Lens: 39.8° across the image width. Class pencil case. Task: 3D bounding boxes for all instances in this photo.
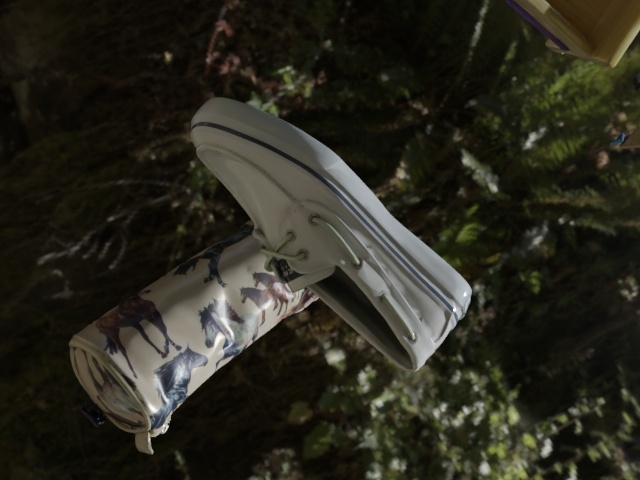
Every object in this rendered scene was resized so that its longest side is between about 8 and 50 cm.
[{"bbox_3d":[-0.165,0.118,1.291,0.160,0.410,0.183,-1,-63,45],"label":"pencil case"}]

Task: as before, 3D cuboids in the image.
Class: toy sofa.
[{"bbox_3d":[0.209,-0.350,0.969,0.363,0.150,0.177,27,8,-35],"label":"toy sofa"}]

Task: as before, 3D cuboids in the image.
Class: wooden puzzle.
[{"bbox_3d":[0.542,-0.175,1.468,0.014,0.078,0.116,50,-11,-19],"label":"wooden puzzle"}]

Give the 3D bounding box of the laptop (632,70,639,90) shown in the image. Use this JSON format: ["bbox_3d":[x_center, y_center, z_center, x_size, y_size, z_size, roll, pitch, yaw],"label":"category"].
[{"bbox_3d":[0.589,-0.421,1.565,0.234,0.137,0.264,-40,112,-68],"label":"laptop"}]

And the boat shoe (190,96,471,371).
[{"bbox_3d":[0.000,0.000,0.575,0.226,0.075,0.083,36,-23,-8],"label":"boat shoe"}]
